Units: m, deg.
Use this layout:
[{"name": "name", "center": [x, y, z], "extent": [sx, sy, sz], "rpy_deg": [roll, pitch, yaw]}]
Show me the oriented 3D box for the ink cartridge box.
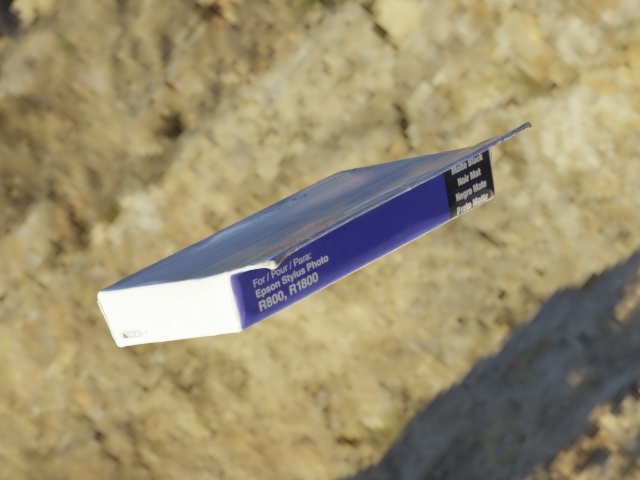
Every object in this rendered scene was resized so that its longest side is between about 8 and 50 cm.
[{"name": "ink cartridge box", "center": [0.000, 0.000, 1.203], "extent": [0.223, 0.045, 0.224], "rpy_deg": [-28, 8, -32]}]
